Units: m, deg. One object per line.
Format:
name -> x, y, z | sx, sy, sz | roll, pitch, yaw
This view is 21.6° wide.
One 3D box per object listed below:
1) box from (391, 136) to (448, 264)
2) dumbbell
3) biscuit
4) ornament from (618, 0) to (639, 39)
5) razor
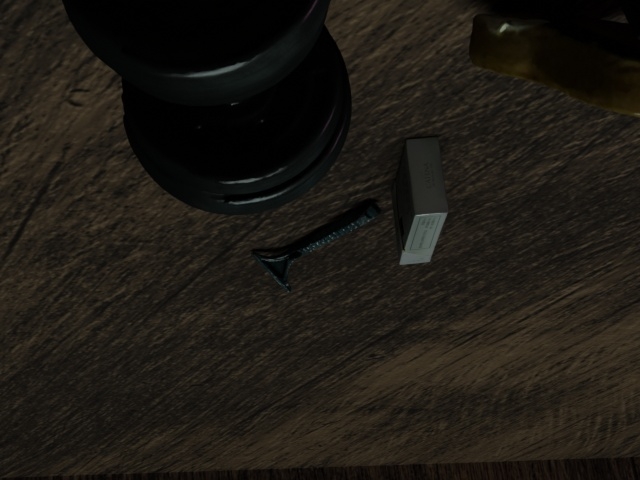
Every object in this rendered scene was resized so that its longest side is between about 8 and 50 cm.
box -> 0.101, -0.039, 1.735 | 0.040, 0.084, 0.154 | -6, 161, -6
dumbbell -> -0.073, -0.145, 1.199 | 0.185, 0.185, 0.388 | -8, 161, 1
biscuit -> 0.273, -0.133, 1.309 | 0.343, 0.057, 0.287 | 17, -167, 27
ornament -> 0.305, -0.241, 1.167 | 0.153, 0.166, 0.196 | 3, 144, -31
razor -> 0.002, -0.004, 1.898 | 0.066, 0.033, 0.190 | 45, 136, -13
